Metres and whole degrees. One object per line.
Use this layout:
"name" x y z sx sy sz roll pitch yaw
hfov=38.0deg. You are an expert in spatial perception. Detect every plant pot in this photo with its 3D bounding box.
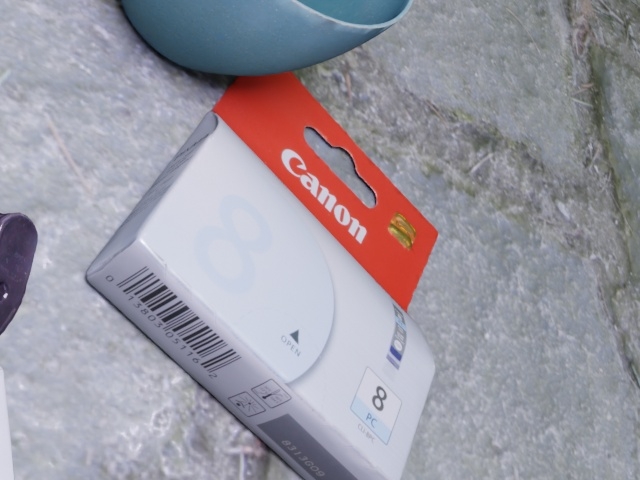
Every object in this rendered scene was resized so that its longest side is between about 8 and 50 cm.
"plant pot" -0.080 -0.267 0.865 0.290 0.195 0.290 24 50 -32

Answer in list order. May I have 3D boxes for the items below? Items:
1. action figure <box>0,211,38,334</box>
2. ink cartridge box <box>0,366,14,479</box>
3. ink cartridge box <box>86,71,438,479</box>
"action figure" -0.294 -0.016 0.481 0.099 0.285 0.185 -68 153 -9
"ink cartridge box" -0.249 0.147 0.468 0.127 0.176 0.128 6 64 -44
"ink cartridge box" 0.000 0.000 0.882 0.308 0.091 0.385 46 44 -18
